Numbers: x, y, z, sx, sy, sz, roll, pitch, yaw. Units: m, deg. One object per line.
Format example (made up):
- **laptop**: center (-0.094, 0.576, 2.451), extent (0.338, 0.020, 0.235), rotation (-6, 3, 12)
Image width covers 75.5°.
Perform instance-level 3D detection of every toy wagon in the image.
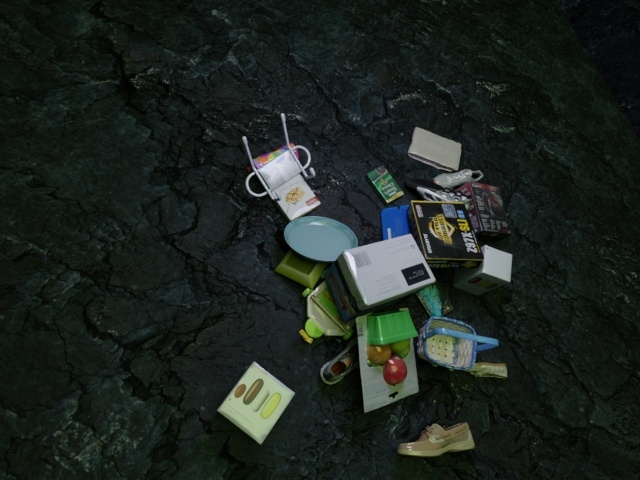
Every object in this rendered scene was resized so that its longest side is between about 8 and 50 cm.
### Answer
- **toy wagon**: center (0.041, 0.291, 1.728), extent (0.267, 0.068, 0.344), rotation (45, 66, 6)

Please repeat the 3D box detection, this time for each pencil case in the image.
- **pencil case**: center (-0.218, -0.370, 1.905), extent (0.236, 0.104, 0.104), rotation (-28, 78, -22)

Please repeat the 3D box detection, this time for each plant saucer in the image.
- **plant saucer**: center (-0.071, 0.085, 1.754), extent (0.188, 0.045, 0.188), rotation (24, 59, 17)
- **plant saucer**: center (0.000, 0.000, 1.774), extent (0.317, 0.044, 0.318), rotation (7, 36, -5)

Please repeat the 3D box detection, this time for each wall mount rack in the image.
- **wall mount rack**: center (-0.187, -0.354, 1.795), extent (0.350, 0.130, 0.304), rotation (-38, 106, -21)

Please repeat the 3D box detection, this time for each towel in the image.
- **towel**: center (0.604, -0.477, 2.177), extent (0.282, 0.049, 0.187), rotation (21, 64, -4)

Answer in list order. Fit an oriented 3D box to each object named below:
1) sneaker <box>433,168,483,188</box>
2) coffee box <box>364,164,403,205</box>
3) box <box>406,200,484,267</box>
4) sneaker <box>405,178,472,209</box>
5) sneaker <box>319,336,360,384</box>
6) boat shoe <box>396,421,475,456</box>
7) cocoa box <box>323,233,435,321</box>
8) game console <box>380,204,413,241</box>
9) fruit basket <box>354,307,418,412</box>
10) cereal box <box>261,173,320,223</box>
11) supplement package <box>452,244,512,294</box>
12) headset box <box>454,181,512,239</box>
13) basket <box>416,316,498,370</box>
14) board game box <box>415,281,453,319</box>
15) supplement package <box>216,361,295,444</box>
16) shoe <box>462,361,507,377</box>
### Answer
- **sneaker**: center (0.701, -0.321, 2.099), extent (0.262, 0.121, 0.099), rotation (-8, 71, -17)
- **coffee box**: center (0.313, -0.270, 2.027), extent (0.113, 0.040, 0.184), rotation (-28, 78, -22)
- **box**: center (0.536, -0.030, 1.797), extent (0.257, 0.079, 0.322), rotation (3, 52, -8)
- **sneaker**: center (0.554, -0.199, 2.019), extent (0.330, 0.146, 0.122), rotation (26, 34, 23)
- **sneaker**: center (0.122, 0.474, 1.654), extent (0.271, 0.108, 0.100), rotation (-35, 80, -27)
- **boat shoe**: center (0.442, 0.778, 1.616), extent (0.341, 0.121, 0.110), rotation (4, 63, -23)
- **cocoa box**: center (0.234, 0.151, 1.681), extent (0.347, 0.228, 0.231), rotation (-14, 70, -27)
- **game console**: center (0.433, -0.007, 1.963), extent (0.250, 0.173, 0.293), rotation (-9, 68, 16)
- **fruit basket**: center (0.262, 0.461, 1.645), extent (0.327, 0.165, 0.353), rotation (-2, 89, -40)
- **cereal box**: center (-0.136, -0.217, 1.891), extent (0.173, 0.047, 0.240), rotation (-32, 79, -22)
- **supplement package**: center (0.723, 0.139, 1.857), extent (0.139, 0.244, 0.134), rotation (19, 66, -6)
- **headset box**: center (0.798, -0.153, 2.038), extent (0.218, 0.110, 0.293), rotation (4, 68, -29)
- **basket**: center (0.537, 0.417, 1.677), extent (0.254, 0.289, 0.201), rotation (14, 61, -5)
- **board game box**: center (0.503, 0.259, 1.876), extent (0.126, 0.026, 0.186), rotation (-26, 77, -21)
- **supplement package**: center (-0.235, 0.584, 1.499), extent (0.194, 0.149, 0.203), rotation (36, 66, 2)
- **shoe**: center (0.711, 0.562, 1.782), extent (0.219, 0.076, 0.058), rotation (5, 63, -14)
